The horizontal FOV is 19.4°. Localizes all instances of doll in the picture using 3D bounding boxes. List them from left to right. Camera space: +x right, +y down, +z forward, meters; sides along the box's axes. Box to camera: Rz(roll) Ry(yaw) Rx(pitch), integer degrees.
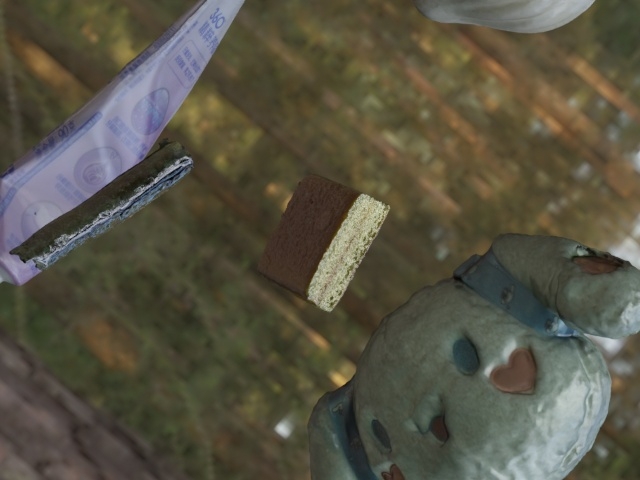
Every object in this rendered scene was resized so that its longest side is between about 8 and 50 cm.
[{"bbox_3d":[0.065,0.071,0.823,0.071,0.103,0.214,-9,149,-50],"label":"doll"}]

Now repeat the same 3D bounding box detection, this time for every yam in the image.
[{"bbox_3d":[-0.131,-0.018,1.115,0.129,0.027,0.033,-36,-150,-30],"label":"yam"}]

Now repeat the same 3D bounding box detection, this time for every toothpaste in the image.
[{"bbox_3d":[-0.137,-0.072,1.212,0.301,0.048,0.075,-48,152,-7],"label":"toothpaste"}]

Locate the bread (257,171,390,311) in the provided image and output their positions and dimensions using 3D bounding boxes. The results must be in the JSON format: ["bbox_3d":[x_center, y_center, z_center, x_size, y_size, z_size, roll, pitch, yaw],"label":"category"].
[{"bbox_3d":[0.000,0.000,1.371,0.090,0.035,0.094,-62,-153,-2],"label":"bread"}]

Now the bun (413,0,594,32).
[{"bbox_3d":[0.089,-0.166,1.075,0.094,0.138,0.138,-45,-177,6],"label":"bun"}]
